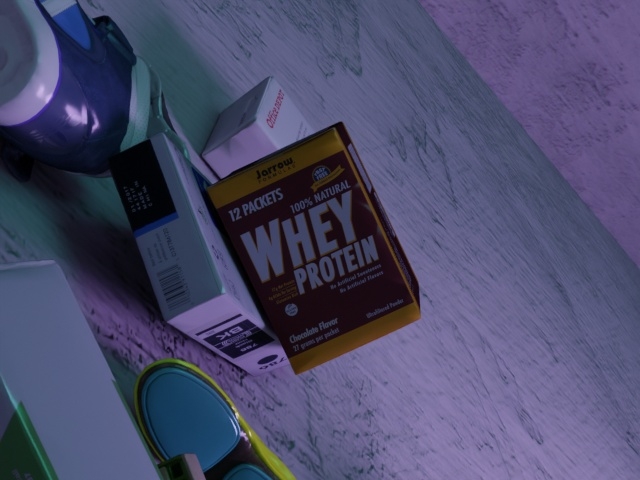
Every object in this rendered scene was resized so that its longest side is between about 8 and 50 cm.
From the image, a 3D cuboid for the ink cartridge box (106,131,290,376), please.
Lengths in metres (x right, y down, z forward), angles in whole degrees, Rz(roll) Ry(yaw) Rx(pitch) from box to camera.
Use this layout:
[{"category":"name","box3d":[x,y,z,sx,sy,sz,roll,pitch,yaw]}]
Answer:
[{"category":"ink cartridge box","box3d":[-0.093,0.031,1.258,0.165,0.065,0.332,67,7,21]}]

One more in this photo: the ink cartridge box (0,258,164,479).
[{"category":"ink cartridge box","box3d":[-0.206,0.133,0.699,0.160,0.219,0.092,61,24,10]}]

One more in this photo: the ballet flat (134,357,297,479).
[{"category":"ballet flat","box3d":[-0.087,0.180,1.138,0.231,0.077,0.077,52,0,-25]}]

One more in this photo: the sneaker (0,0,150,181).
[{"category":"sneaker","box3d":[-0.261,-0.199,1.200,0.322,0.130,0.236,64,13,24]}]

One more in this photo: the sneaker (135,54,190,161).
[{"category":"sneaker","box3d":[-0.180,-0.118,1.375,0.065,0.061,0.158,81,-13,-69]}]

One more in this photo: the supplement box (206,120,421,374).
[{"category":"supplement box","box3d":[0.000,0.000,1.270,0.194,0.129,0.191,-62,127,-82]}]

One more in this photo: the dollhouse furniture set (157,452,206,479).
[{"category":"dollhouse furniture set","box3d":[-0.130,0.192,0.998,0.058,0.076,0.152,67,12,16]}]

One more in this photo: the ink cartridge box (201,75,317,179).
[{"category":"ink cartridge box","box3d":[-0.038,-0.075,1.571,0.203,0.086,0.148,51,21,-17]}]
